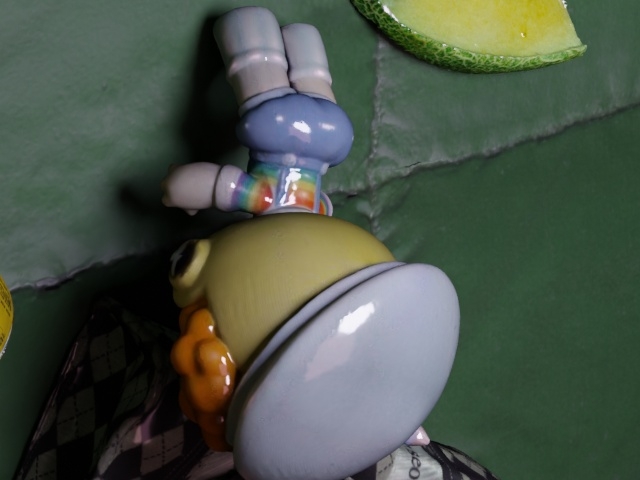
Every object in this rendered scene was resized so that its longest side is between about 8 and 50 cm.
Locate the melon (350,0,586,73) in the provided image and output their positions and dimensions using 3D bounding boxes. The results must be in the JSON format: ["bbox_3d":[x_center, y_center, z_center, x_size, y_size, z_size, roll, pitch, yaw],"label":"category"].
[{"bbox_3d":[0.133,-0.202,1.698,0.262,0.053,0.114,2,101,-39],"label":"melon"}]

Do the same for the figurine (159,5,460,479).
[{"bbox_3d":[-0.022,-0.007,1.482,0.224,0.205,0.381,-3,72,-49],"label":"figurine"}]

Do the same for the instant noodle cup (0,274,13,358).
[{"bbox_3d":[-0.312,0.035,1.384,0.182,0.182,0.144,-44,139,-14],"label":"instant noodle cup"}]

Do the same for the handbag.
[{"bbox_3d":[-0.074,0.266,1.662,0.416,0.180,0.316,27,95,-33],"label":"handbag"}]
